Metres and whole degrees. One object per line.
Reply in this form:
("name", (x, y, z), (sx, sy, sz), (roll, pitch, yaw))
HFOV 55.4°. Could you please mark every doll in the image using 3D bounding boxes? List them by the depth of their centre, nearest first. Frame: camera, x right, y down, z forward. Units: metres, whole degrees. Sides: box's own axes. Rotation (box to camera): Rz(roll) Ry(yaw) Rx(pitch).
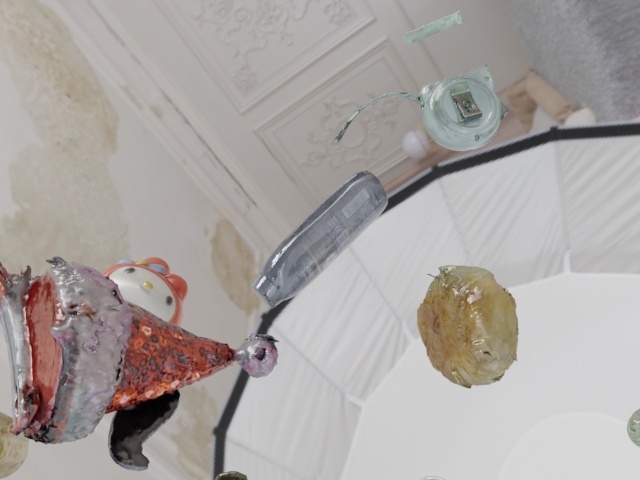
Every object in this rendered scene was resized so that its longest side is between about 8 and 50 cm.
("doll", (-0.303, 0.106, 1.013), (0.161, 0.130, 0.290), (35, -161, -2))

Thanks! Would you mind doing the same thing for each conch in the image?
("conch", (0.475, 0.260, 0.856), (0.085, 0.076, 0.057), (12, -137, -28))

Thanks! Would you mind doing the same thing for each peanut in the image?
("peanut", (-0.629, 0.388, 1.150), (0.224, 0.129, 0.129), (92, 156, -59))

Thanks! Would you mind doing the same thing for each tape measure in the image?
("tape measure", (0.189, -0.222, 1.141), (0.084, 0.330, 0.164), (96, 151, -68))

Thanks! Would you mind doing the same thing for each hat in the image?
("hat", (-0.135, 0.084, 0.480), (0.227, 0.129, 0.140), (10, -161, -39))

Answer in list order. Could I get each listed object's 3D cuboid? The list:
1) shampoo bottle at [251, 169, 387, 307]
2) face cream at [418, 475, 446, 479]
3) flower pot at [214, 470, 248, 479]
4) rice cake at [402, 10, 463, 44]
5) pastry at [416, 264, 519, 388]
("shampoo bottle", (0.000, 0.000, 0.864), (0.049, 0.233, 0.087), (32, 161, 42))
("face cream", (0.091, 0.402, 0.569), (0.145, 0.145, 0.370), (55, -146, -13))
("flower pot", (-0.177, 0.643, 1.246), (0.302, 0.301, 0.213), (-96, 11, -62))
("rice cake", (0.205, -0.390, 1.120), (0.021, 0.121, 0.022), (-47, -62, -44))
("pastry", (0.174, 0.102, 0.731), (0.153, 0.081, 0.154), (31, 126, 56))
